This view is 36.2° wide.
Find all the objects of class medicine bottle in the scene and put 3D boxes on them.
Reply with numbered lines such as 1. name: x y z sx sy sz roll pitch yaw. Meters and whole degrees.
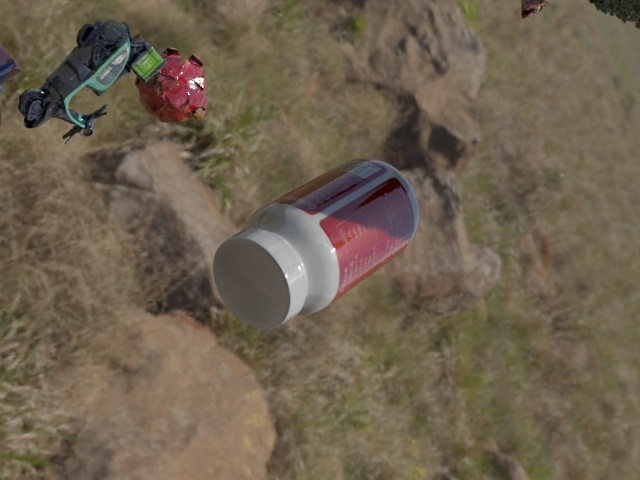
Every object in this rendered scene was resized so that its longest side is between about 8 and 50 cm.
1. medicine bottle: 0.000 0.000 1.100 0.250 0.131 0.131 -33 103 -46

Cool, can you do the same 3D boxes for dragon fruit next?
1. dragon fruit: -0.258 -0.267 1.740 0.136 0.133 0.166 -59 179 -17

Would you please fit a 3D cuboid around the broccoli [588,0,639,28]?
1. broccoli: 0.482 -0.399 1.302 0.277 0.338 0.318 -128 -156 -57

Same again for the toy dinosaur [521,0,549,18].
1. toy dinosaur: 0.288 -0.337 1.190 0.049 0.154 0.055 35 0 29

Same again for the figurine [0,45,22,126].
1. figurine: -0.479 -0.142 1.155 0.158 0.275 0.161 -110 178 -70

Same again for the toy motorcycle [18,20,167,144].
1. toy motorcycle: -0.272 -0.184 1.144 0.058 0.173 0.100 45 -2 37
